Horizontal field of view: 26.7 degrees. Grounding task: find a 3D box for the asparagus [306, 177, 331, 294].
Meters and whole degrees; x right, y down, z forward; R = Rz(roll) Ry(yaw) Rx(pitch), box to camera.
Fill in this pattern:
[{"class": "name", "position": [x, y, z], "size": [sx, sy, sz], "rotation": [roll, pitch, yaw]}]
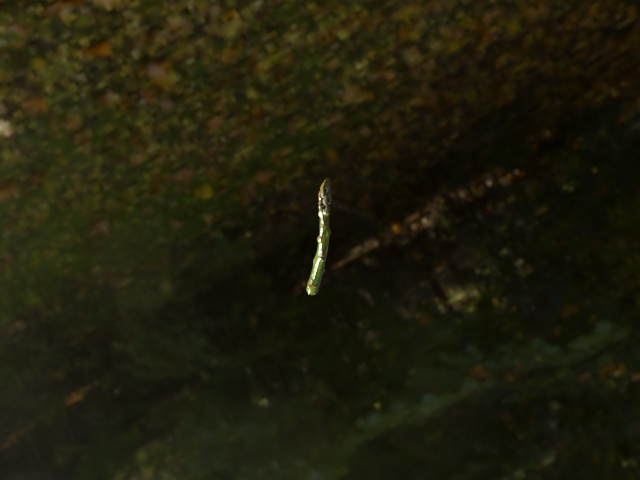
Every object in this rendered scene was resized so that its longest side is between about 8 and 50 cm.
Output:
[{"class": "asparagus", "position": [0.000, 0.000, 1.271], "size": [0.016, 0.016, 0.162], "rotation": [-45, 157, -33]}]
